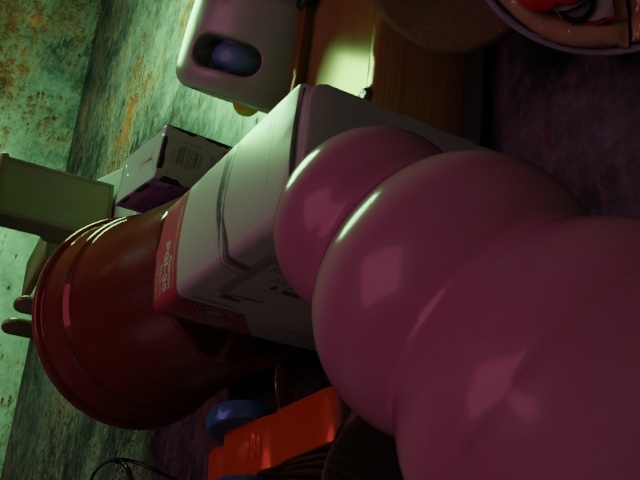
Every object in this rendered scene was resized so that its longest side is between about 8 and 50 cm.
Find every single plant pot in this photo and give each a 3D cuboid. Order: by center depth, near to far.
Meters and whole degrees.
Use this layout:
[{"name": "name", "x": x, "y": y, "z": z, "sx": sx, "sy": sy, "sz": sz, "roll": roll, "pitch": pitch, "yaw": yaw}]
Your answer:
[{"name": "plant pot", "x": -0.151, "y": 0.068, "z": 1.008, "sx": 0.265, "sy": 0.272, "sz": 0.272, "roll": -23, "pitch": 54, "yaw": 50}]

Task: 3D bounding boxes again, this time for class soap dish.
[{"name": "soap dish", "x": 0.056, "y": -0.176, "z": 0.879, "sx": 0.229, "sy": 0.118, "sz": 0.290, "roll": -31, "pitch": 47, "yaw": 55}]

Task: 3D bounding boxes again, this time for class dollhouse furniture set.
[{"name": "dollhouse furniture set", "x": -0.426, "y": 0.000, "z": 1.307, "sx": 0.242, "sy": 0.161, "sz": 0.212, "roll": -46, "pitch": 38, "yaw": 45}]

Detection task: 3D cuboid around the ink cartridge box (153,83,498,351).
[{"name": "ink cartridge box", "x": 0.000, "y": 0.000, "z": 0.779, "sx": 0.283, "sy": 0.207, "sz": 0.117, "roll": -32, "pitch": 47, "yaw": 55}]

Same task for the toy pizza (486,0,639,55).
[{"name": "toy pizza", "x": 0.191, "y": -0.224, "z": 0.580, "sx": 0.201, "sy": 0.201, "sz": 0.032, "roll": -70, "pitch": -17, "yaw": 6}]

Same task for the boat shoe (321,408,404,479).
[{"name": "boat shoe", "x": 0.049, "y": 0.167, "z": 0.700, "sx": 0.223, "sy": 0.080, "sz": 0.073, "roll": -67, "pitch": -8, "yaw": -50}]

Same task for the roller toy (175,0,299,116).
[{"name": "roller toy", "x": -0.076, "y": -0.225, "z": 1.090, "sx": 0.209, "sy": 0.191, "sz": 0.146, "roll": 27, "pitch": 101, "yaw": 64}]

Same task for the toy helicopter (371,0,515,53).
[{"name": "toy helicopter", "x": 0.172, "y": -0.299, "z": 0.658, "sx": 0.355, "sy": 0.235, "sz": 0.140, "roll": -57, "pitch": -13, "yaw": 17}]

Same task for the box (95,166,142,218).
[{"name": "box", "x": -0.254, "y": 0.015, "z": 1.336, "sx": 0.345, "sy": 0.168, "sz": 0.215, "roll": -5, "pitch": 71, "yaw": 63}]

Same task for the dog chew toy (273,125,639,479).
[{"name": "dog chew toy", "x": 0.092, "y": 0.045, "z": 0.500, "sx": 0.332, "sy": 0.207, "sz": 0.206, "roll": 43, "pitch": 115, "yaw": 39}]

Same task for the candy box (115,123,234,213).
[{"name": "candy box", "x": -0.135, "y": -0.063, "z": 1.106, "sx": 0.165, "sy": 0.196, "sz": 0.070, "roll": -19, "pitch": 57, "yaw": 60}]

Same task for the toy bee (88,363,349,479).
[{"name": "toy bee", "x": -0.057, "y": 0.219, "z": 0.871, "sx": 0.298, "sy": 0.162, "sz": 0.195, "roll": -2, "pitch": 62, "yaw": 38}]
